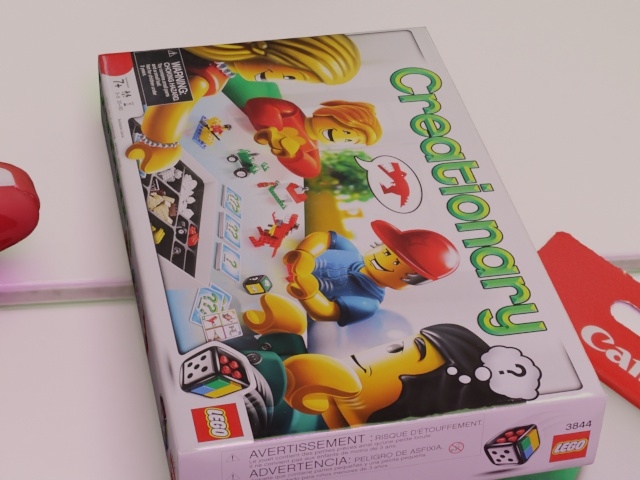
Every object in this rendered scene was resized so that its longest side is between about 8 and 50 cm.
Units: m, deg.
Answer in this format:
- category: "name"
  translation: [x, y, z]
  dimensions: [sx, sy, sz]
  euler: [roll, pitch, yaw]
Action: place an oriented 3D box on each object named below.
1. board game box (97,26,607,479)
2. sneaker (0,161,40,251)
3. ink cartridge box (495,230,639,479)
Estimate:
- category: "board game box"
  translation: [0.000, 0.000, 0.785]
  dimensions: [0.193, 0.053, 0.305]
  euler: [-7, 42, -11]
- category: "sneaker"
  translation: [-0.215, 0.055, 0.726]
  dimensions: [0.221, 0.087, 0.128]
  euler: [-26, 69, -17]
- category: "ink cartridge box"
  translation: [0.144, 0.087, 0.799]
  dimensions: [0.181, 0.056, 0.225]
  euler: [37, 53, 16]
